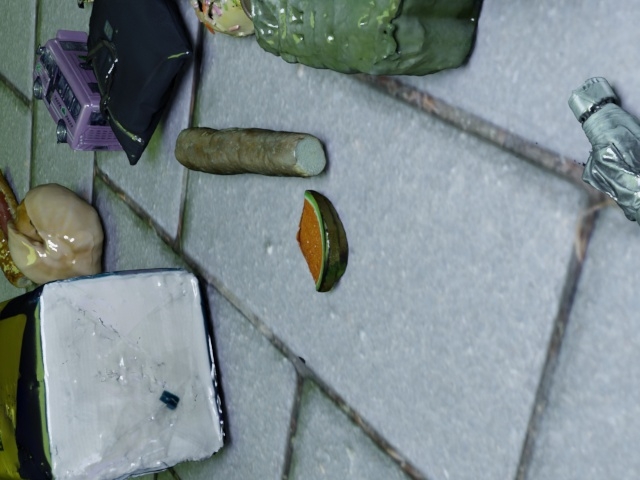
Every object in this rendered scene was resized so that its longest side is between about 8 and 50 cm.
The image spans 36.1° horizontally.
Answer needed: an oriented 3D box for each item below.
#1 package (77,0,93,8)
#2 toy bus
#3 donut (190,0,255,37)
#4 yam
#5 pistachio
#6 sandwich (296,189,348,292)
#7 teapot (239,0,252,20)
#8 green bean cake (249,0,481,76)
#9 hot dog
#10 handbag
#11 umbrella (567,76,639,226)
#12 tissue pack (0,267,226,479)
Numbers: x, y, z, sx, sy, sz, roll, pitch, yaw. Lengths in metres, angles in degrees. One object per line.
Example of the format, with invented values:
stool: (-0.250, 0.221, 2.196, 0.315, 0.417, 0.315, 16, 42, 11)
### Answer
package: (-0.324, -0.433, 1.442, 0.232, 0.040, 0.166, 8, 101, 56)
toy bus: (-0.359, -0.224, 1.477, 0.199, 0.096, 0.108, 55, 133, 35)
donut: (-0.101, -0.308, 1.083, 0.174, 0.068, 0.175, 13, 106, 55)
yam: (-0.082, -0.100, 1.096, 0.274, 0.061, 0.061, 9, 103, 56)
pistachio: (-0.427, -0.011, 1.587, 0.229, 0.157, 0.157, 41, 128, 55)
sandwich: (0.000, -0.004, 1.014, 0.069, 0.026, 0.101, -60, 43, 48)
teapot: (-0.030, -0.263, 0.970, 0.085, 0.080, 0.110, 24, 127, 9)
green bean cake: (0.035, -0.256, 0.835, 0.227, 0.124, 0.223, 18, 111, 50)
hot dog: (-0.632, -0.029, 1.965, 0.289, 0.068, 0.083, 62, 149, 29)
handbag: (-0.249, -0.257, 1.306, 0.211, 0.088, 0.254, -54, 50, 39)
umbrella: (0.215, -0.028, 0.647, 0.046, 0.050, 0.188, 74, 173, -65)
tissue pack: (-0.326, 0.192, 1.348, 0.416, 0.253, 0.264, -14, 83, 56)
